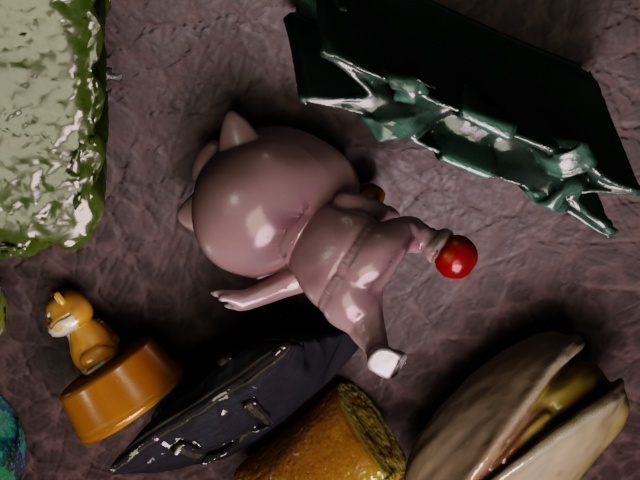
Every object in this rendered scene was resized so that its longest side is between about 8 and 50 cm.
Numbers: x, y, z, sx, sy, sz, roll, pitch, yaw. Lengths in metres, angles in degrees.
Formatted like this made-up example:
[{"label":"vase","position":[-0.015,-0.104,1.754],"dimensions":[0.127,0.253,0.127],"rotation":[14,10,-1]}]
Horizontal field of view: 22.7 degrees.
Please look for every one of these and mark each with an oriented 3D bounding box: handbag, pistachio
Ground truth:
[{"label":"handbag","position":[-0.086,0.169,1.678],"dimensions":[0.254,0.211,0.088],"rotation":[-36,76,19]},{"label":"pistachio","position":[0.198,0.223,1.713],"dimensions":[0.166,0.197,0.288],"rotation":[41,110,13]},{"label":"handbag","position":[0.126,-0.136,1.444],"dimensions":[0.326,0.238,0.089],"rotation":[23,115,-18]}]

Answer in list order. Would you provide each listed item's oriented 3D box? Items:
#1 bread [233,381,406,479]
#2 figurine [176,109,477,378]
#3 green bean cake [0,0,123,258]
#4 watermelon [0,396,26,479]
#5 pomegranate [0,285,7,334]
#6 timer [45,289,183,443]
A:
[{"label":"bread","position":[0.000,0.256,1.767],"dimensions":[0.172,0.132,0.103],"rotation":[-42,158,23]},{"label":"figurine","position":[0.000,0.000,1.555],"dimensions":[0.287,0.186,0.176],"rotation":[30,112,18]},{"label":"green bean cake","position":[-0.341,-0.160,1.425],"dimensions":[0.335,0.218,0.319],"rotation":[0,117,-11]},{"label":"watermelon","position":[-0.392,0.241,1.755],"dimensions":[0.146,0.128,0.231],"rotation":[-3,124,-23]},{"label":"pomegranate","position":[-0.381,0.055,1.625],"dimensions":[0.114,0.114,0.142],"rotation":[-9,99,2]},{"label":"timer","position":[-0.239,0.117,1.677],"dimensions":[0.132,0.132,0.152],"rotation":[-32,98,17]}]
